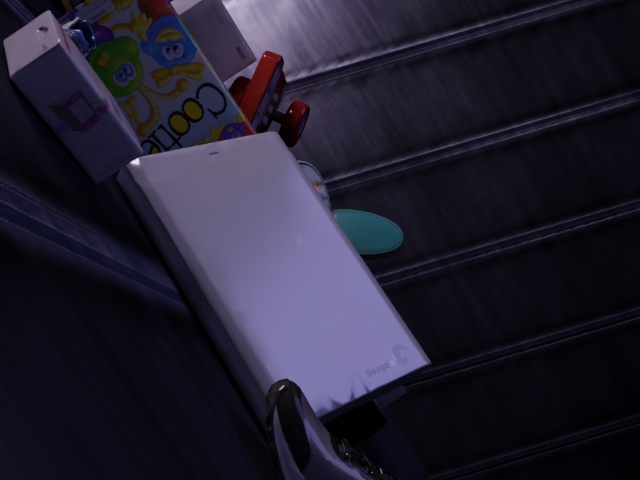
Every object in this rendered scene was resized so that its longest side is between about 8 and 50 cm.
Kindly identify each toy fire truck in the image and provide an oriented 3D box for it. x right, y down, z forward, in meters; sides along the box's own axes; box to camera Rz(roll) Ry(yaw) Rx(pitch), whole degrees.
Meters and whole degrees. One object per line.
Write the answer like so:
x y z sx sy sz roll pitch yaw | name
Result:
-0.149 -0.222 1.976 0.169 0.302 0.254 25 -3 6 | toy fire truck

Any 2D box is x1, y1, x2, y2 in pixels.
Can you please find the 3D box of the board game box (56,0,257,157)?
-0.207 -0.200 1.281 0.275 0.144 0.142 56 1 -6 | board game box

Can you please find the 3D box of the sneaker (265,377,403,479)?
0.044 0.222 0.799 0.271 0.108 0.100 56 2 -6 | sneaker

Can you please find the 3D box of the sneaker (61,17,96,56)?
-0.263 -0.207 1.023 0.052 0.058 0.135 57 -1 -24 | sneaker

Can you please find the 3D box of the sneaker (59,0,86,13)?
-0.347 -0.358 1.500 0.084 0.083 0.215 59 2 30 | sneaker

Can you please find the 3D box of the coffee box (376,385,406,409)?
0.029 0.186 1.786 0.297 0.119 0.168 57 -1 -43 | coffee box

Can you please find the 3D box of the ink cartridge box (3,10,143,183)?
-0.212 -0.123 0.824 0.122 0.052 0.088 59 -1 -37 | ink cartridge box

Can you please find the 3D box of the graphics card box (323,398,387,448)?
-0.055 0.080 1.205 0.233 0.094 0.371 57 -1 -27 | graphics card box

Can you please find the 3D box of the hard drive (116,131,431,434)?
-0.044 0.032 0.966 0.307 0.203 0.040 56 -44 17 | hard drive

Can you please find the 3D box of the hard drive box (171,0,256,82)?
-0.276 -0.386 1.958 0.181 0.232 0.089 58 0 -40 | hard drive box

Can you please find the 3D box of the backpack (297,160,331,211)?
-0.075 -0.071 1.870 0.166 0.188 0.144 70 -19 -4 | backpack

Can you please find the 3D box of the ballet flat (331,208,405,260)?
0.000 0.000 2.031 0.124 0.342 0.116 113 -24 -64 | ballet flat
